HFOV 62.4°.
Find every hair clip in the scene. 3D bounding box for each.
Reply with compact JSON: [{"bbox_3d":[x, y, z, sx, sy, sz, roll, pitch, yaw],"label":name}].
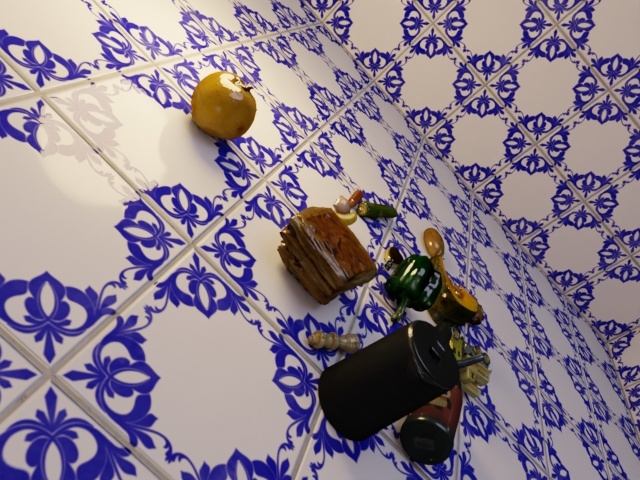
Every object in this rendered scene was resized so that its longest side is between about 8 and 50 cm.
[{"bbox_3d":[0.365,0.380,1.623,0.083,0.275,0.048,-86,172,-54],"label":"hair clip"}]

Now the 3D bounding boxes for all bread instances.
[{"bbox_3d":[0.011,0.046,1.563,0.278,0.167,0.324,54,20,8],"label":"bread"},{"bbox_3d":[0.524,0.007,2.427,0.114,0.077,0.189,33,36,-22],"label":"bread"}]

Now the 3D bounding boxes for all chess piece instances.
[{"bbox_3d":[0.033,0.275,1.443,0.172,0.060,0.060,17,43,-42],"label":"chess piece"}]

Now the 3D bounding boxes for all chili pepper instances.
[{"bbox_3d":[0.306,0.175,1.844,0.165,0.261,0.174,22,-21,52],"label":"chili pepper"}]

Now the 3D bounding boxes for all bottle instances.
[{"bbox_3d":[0.334,0.491,1.538,0.144,0.144,0.336,51,26,2],"label":"bottle"}]

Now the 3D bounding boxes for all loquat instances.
[{"bbox_3d":[-0.295,-0.415,1.630,0.208,0.208,0.208,35,33,-26],"label":"loquat"}]

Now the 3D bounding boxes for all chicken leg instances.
[{"bbox_3d":[0.649,0.317,2.267,0.106,0.051,0.253,46,29,5],"label":"chicken leg"}]

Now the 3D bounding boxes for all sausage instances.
[{"bbox_3d":[0.139,-0.167,2.119,0.041,0.039,0.131,54,29,-8],"label":"sausage"}]

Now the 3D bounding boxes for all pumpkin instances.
[{"bbox_3d":[0.506,0.211,2.096,0.190,0.139,0.281,27,39,-30],"label":"pumpkin"}]

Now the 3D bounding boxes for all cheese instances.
[{"bbox_3d":[0.272,0.080,2.023,0.086,0.036,0.162,53,29,-2],"label":"cheese"}]

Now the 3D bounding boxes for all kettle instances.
[{"bbox_3d":[0.188,0.344,1.321,0.262,0.308,0.203,13,47,-47],"label":"kettle"}]

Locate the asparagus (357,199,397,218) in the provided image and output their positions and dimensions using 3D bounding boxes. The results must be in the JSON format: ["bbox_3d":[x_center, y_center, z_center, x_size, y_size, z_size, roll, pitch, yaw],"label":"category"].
[{"bbox_3d":[0.241,-0.125,2.192,0.067,0.060,0.277,50,26,22],"label":"asparagus"}]

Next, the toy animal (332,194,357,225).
[{"bbox_3d":[0.069,-0.097,1.913,0.091,0.082,0.114,-33,103,-19],"label":"toy animal"}]

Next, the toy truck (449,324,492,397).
[{"bbox_3d":[0.478,0.427,1.830,0.272,0.124,0.157,40,41,-25],"label":"toy truck"}]
